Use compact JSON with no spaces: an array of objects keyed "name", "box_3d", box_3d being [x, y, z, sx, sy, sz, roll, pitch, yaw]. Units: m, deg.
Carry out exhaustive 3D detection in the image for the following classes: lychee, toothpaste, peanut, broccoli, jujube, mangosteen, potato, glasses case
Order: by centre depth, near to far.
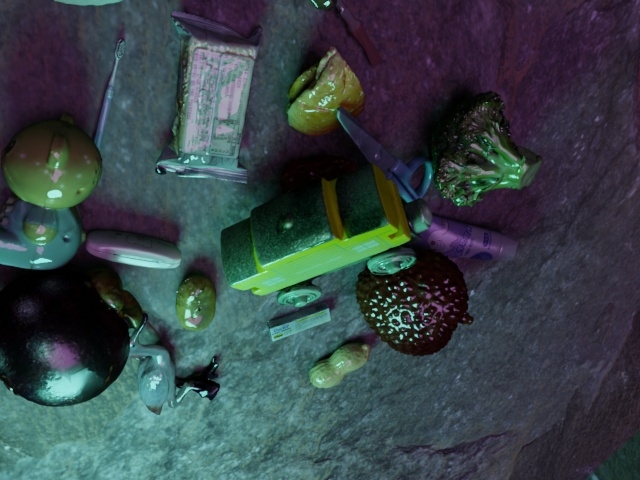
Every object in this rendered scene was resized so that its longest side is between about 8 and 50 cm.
[{"name":"mangosteen","box_3d":[-0.492,0.175,1.085,0.287,0.288,0.288,-10,119,-18]},{"name":"glasses case","box_3d":[-0.385,0.019,1.158,0.193,0.074,0.049,11,114,-26]},{"name":"jujube","box_3d":[0.001,-0.128,1.221,0.176,0.109,0.112,-12,120,-18]},{"name":"potato","box_3d":[-0.283,0.138,1.266,0.091,0.070,0.138,-4,119,-27]},{"name":"broccoli","box_3d":[0.370,-0.200,1.272,0.261,0.241,0.269,-31,146,-34]},{"name":"lychee","box_3d":[0.233,0.143,1.369,0.304,0.276,0.276,18,110,-3]},{"name":"toothpaste","box_3d":[-0.053,0.204,1.418,0.164,0.034,0.046,-18,122,-13]},{"name":"toothpaste","box_3d":[0.337,-0.006,1.459,0.370,0.080,0.125,10,112,-17]},{"name":"peanut","box_3d":[0.056,0.334,1.509,0.187,0.082,0.082,-35,124,-3]}]

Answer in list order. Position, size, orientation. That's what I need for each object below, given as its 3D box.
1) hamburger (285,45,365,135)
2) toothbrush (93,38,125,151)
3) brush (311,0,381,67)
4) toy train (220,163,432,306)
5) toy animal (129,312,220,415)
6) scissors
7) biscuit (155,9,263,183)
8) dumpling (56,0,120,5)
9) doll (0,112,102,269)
[{"name":"hamburger","box_3d":[0.012,-0.274,1.076,0.155,0.207,0.135,-42,99,-3]},{"name":"toothbrush","box_3d":[-0.393,-0.265,1.038,0.016,0.019,0.220,11,112,-32]},{"name":"brush","box_3d":[0.039,-0.457,1.095,0.084,0.071,0.301,-45,129,0]},{"name":"toy train","box_3d":[0.000,0.000,1.148,0.441,0.179,0.272,-22,155,24]},{"name":"toy animal","box_3d":[-0.376,0.304,1.303,0.195,0.090,0.324,-44,133,-4]},{"name":"scissors","box_3d":[0.135,-0.164,1.196,0.193,0.029,0.447,-57,146,-2]},{"name":"biscuit","box_3d":[-0.214,-0.265,1.078,0.185,0.079,0.309,2,116,-21]},{"name":"dumpling","box_3d":[-0.408,-0.500,0.797,0.269,0.212,0.321,-22,112,-7]},{"name":"doll","box_3d":[-0.488,-0.088,0.999,0.161,0.177,0.261,13,113,-23]}]
